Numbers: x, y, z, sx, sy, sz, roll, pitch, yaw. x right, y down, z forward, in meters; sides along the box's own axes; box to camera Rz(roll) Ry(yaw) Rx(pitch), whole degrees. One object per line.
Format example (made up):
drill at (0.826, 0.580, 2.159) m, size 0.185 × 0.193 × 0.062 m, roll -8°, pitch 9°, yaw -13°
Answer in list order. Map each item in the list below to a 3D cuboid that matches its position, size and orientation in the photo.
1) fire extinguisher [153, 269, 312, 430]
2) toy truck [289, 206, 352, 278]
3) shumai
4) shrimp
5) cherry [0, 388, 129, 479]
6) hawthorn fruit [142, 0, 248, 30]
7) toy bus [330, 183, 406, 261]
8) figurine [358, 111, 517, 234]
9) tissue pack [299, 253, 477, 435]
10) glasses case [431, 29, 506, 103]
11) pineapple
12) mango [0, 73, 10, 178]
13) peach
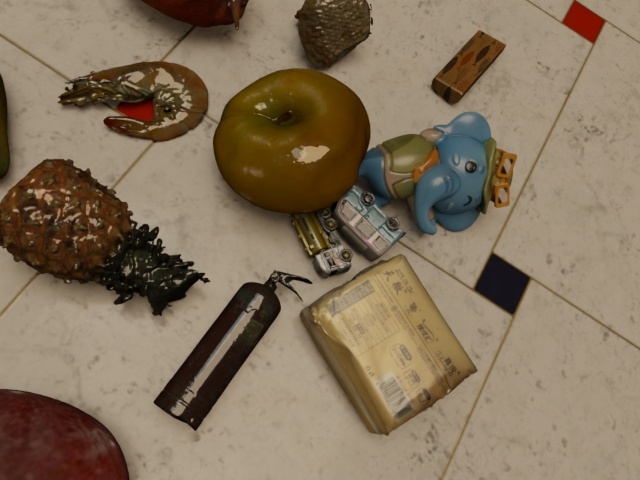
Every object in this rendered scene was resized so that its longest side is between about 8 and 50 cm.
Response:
fire extinguisher at (-0.117, 0.143, 0.801) m, size 0.089 × 0.072 × 0.267 m, roll 32°, pitch 67°, yaw 9°
toy truck at (0.000, 0.000, 0.892) m, size 0.063 × 0.052 × 0.123 m, roll -22°, pitch 76°, yaw -15°
shumai at (0.016, -0.399, 1.012) m, size 0.146 × 0.145 × 0.116 m, roll -3°, pitch 35°, yaw -15°
shrimp at (-0.299, -0.223, 0.909) m, size 0.236 × 0.053 × 0.132 m, roll -9°, pitch 94°, yaw -20°
cherry at (-0.360, 0.287, 0.619) m, size 0.286 × 0.213 × 0.235 m, roll 10°, pitch 75°, yaw -18°
hawthorn fruit at (-0.208, -0.448, 0.925) m, size 0.210 × 0.210 × 0.262 m, roll -41°, pitch 93°, yaw -22°
toy bus at (0.069, -0.028, 0.914) m, size 0.123 × 0.060 × 0.075 m, roll 45°, pitch 71°, yaw 2°
figurine at (0.191, -0.100, 0.937) m, size 0.262 × 0.154 × 0.179 m, roll -15°, pitch 84°, yaw 0°
tissue pack at (0.099, 0.151, 0.842) m, size 0.186 × 0.090 × 0.222 m, roll -30°, pitch 79°, yaw -19°
glasses case at (0.286, -0.335, 1.085) m, size 0.065 × 0.041 × 0.170 m, roll 36°, pitch 67°, yaw 13°
pineapple at (-0.294, 0.012, 0.781) m, size 0.279 × 0.158 × 0.157 m, roll 35°, pitch 66°, yaw -14°
mango at (-0.527, -0.208, 0.808) m, size 0.133 × 0.111 × 0.267 m, roll -23°, pitch 82°, yaw -31°
peach at (-0.046, -0.155, 0.870) m, size 0.251 × 0.153 × 0.251 m, roll -8°, pitch 52°, yaw 10°
